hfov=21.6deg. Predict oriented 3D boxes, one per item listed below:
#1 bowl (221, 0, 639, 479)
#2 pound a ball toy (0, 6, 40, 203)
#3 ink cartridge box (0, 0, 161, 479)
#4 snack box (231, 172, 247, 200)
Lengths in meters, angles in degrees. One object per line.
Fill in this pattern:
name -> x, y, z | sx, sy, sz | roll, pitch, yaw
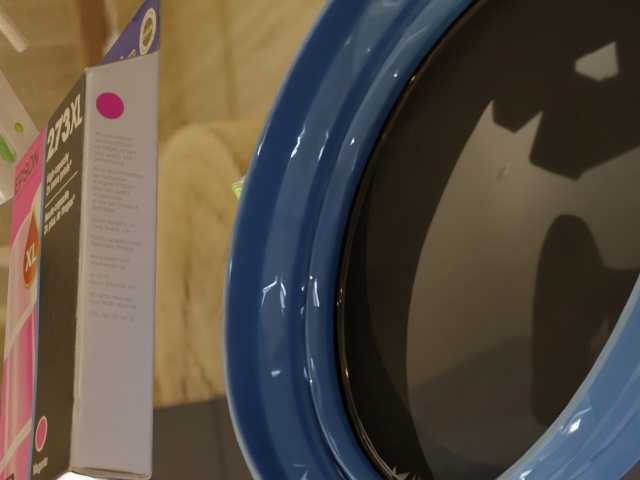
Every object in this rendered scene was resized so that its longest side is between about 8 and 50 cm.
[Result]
bowl -> 0.082, -0.020, 0.903 | 0.391, 0.077, 0.391 | -36, 44, 44
pound a ball toy -> -0.431, -0.186, 1.891 | 0.208, 0.136, 0.319 | -22, 103, 42
ink cartridge box -> -0.170, 0.009, 1.190 | 0.176, 0.069, 0.371 | 140, 136, -56
snack box -> 0.000, 0.000, 1.373 | 0.100, 0.037, 0.141 | -9, 115, 46
